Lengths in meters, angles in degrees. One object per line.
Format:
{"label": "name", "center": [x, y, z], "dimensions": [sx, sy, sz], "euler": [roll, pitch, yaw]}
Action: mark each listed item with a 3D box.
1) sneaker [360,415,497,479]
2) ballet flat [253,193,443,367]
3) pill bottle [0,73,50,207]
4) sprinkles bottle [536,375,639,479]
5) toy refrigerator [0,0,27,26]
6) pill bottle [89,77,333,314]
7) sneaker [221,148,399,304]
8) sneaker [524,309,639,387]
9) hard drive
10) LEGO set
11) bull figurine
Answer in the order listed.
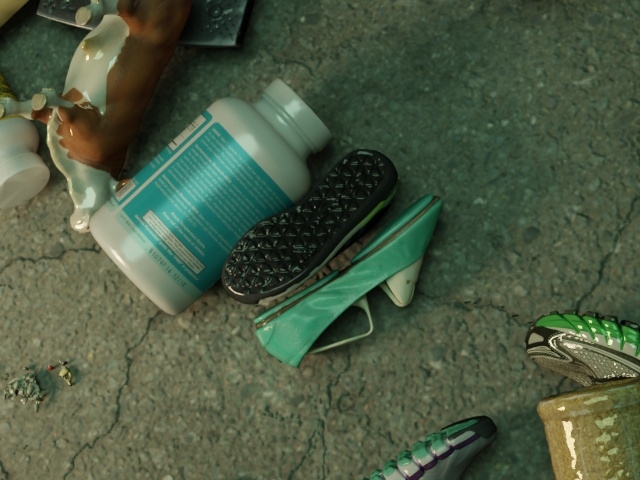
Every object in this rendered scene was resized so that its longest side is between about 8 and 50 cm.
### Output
{"label": "sneaker", "center": [0.099, 0.269, 1.734], "dimensions": [0.224, 0.083, 0.098], "euler": [-33, 90, 8]}
{"label": "ballet flat", "center": [0.046, 0.052, 1.806], "dimensions": [0.247, 0.083, 0.087], "euler": [-36, 93, 2]}
{"label": "pill bottle", "center": [-0.388, -0.130, 1.943], "dimensions": [0.103, 0.103, 0.184], "euler": [-36, 70, 2]}
{"label": "sprinkles bottle", "center": [0.293, 0.310, 1.563], "dimensions": [0.121, 0.121, 0.355], "euler": [-13, 85, 10]}
{"label": "toy refrigerator", "center": [-0.414, -0.299, 1.982], "dimensions": [0.269, 0.094, 0.102], "euler": [-42, 53, 8]}
{"label": "pill bottle", "center": [-0.112, -0.055, 1.830], "dimensions": [0.264, 0.146, 0.146], "euler": [-43, 69, -1]}
{"label": "sneaker", "center": [0.000, 0.000, 1.808], "dimensions": [0.235, 0.097, 0.084], "euler": [-38, 65, -13]}
{"label": "sneaker", "center": [0.341, 0.178, 1.655], "dimensions": [0.343, 0.134, 0.146], "euler": [31, 92, 27]}
{"label": "hard drive", "center": [-0.191, -0.309, 1.973], "dimensions": [0.255, 0.054, 0.172], "euler": [11, 77, 17]}
{"label": "LEGO set", "center": [-0.319, 0.159, 1.884], "dimensions": [0.083, 0.023, 0.054], "euler": [-38, 69, 1]}
{"label": "bull figurine", "center": [-0.247, -0.167, 1.861], "dimensions": [0.101, 0.188, 0.310], "euler": [22, 89, 36]}
